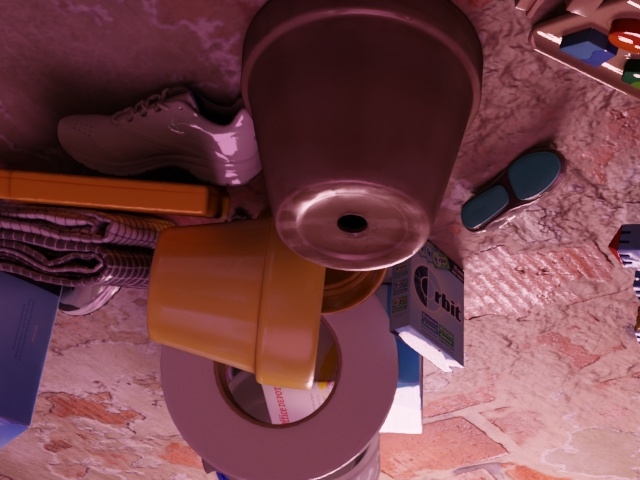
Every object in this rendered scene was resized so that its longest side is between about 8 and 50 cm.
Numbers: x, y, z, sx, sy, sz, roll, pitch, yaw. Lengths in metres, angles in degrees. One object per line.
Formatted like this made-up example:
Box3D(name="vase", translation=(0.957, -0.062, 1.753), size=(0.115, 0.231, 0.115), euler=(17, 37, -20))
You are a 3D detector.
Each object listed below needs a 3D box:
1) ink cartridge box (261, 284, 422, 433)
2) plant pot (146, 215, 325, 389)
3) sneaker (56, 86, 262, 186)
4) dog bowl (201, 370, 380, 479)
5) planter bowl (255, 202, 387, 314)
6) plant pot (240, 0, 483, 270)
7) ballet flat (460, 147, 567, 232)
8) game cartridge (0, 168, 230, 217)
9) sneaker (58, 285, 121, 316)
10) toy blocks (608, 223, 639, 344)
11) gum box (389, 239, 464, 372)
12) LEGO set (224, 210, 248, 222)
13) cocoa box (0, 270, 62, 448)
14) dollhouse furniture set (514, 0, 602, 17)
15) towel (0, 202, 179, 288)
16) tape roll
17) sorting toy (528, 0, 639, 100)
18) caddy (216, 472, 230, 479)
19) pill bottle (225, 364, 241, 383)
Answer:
Box3D(name="ink cartridge box", translation=(0.044, 0.208, 1.963), size=(0.270, 0.197, 0.198), euler=(0, 145, 6))
Box3D(name="plant pot", translation=(-0.114, 0.075, 1.592), size=(0.239, 0.254, 0.254), euler=(6, 145, 1))
Box3D(name="sneaker", translation=(-0.224, -0.161, 1.581), size=(0.297, 0.111, 0.129), euler=(2, 129, -3))
Box3D(name="dog bowl", translation=(-0.048, 0.364, 2.089), size=(0.348, 0.349, 0.102), euler=(9, 132, -6))
Box3D(name="planter bowl", translation=(0.000, 0.000, 1.740), size=(0.217, 0.090, 0.217), euler=(1, 115, 3))
Box3D(name="plant pot", translation=(0.045, -0.128, 1.423), size=(0.323, 0.280, 0.323), euler=(4, 144, 3))
Box3D(name="ballet flat", translation=(0.296, -0.076, 1.664), size=(0.068, 0.072, 0.213), euler=(-3, 157, -42))
Box3D(name="game cartridge", translation=(-0.283, -0.067, 1.593), size=(0.285, 0.053, 0.324), euler=(5, 179, 0))
Box3D(name="sneaker", translation=(-0.363, 0.036, 1.871), size=(0.271, 0.100, 0.108), euler=(-33, 120, 34))
Box3D(name="toy blocks", translation=(0.582, 0.095, 1.659), size=(0.260, 0.191, 0.381), euler=(-1, 144, 31))
Box3D(name="gum box", translation=(0.174, 0.096, 1.801), size=(0.041, 0.184, 0.157), euler=(-22, 136, 33))
Box3D(name="LEGO set", translation=(-0.131, -0.028, 1.809), size=(0.054, 0.023, 0.083), euler=(24, 153, -22))
Box3D(name="cocoa box", translation=(-0.584, 0.155, 1.831), size=(0.228, 0.347, 0.231), euler=(26, 140, -28))
Box3D(name="dollhouse furniture set", translation=(0.295, -0.280, 1.261), size=(0.101, 0.182, 0.161), euler=(15, 143, -14))
Box3D(name="towel", translation=(-0.376, 0.011, 1.671), size=(0.283, 0.121, 0.235), euler=(5, 180, 21))
Box3D(name="tape roll", translation=(-0.066, 0.198, 1.810), size=(0.392, 0.392, 0.072), euler=(0, 169, 7))
Box3D(name="sorting toy", translation=(0.439, -0.215, 1.392), size=(0.307, 0.041, 0.229), euler=(21, 167, -21))
Box3D(name="caddy", translation=(-0.094, 0.457, 2.298), size=(0.179, 0.241, 0.341), euler=(-22, 137, 23))
Box3D(name="pill bottle", translation=(-0.199, 0.269, 2.210), size=(0.083, 0.043, 0.043), euler=(-15, 140, 25))
